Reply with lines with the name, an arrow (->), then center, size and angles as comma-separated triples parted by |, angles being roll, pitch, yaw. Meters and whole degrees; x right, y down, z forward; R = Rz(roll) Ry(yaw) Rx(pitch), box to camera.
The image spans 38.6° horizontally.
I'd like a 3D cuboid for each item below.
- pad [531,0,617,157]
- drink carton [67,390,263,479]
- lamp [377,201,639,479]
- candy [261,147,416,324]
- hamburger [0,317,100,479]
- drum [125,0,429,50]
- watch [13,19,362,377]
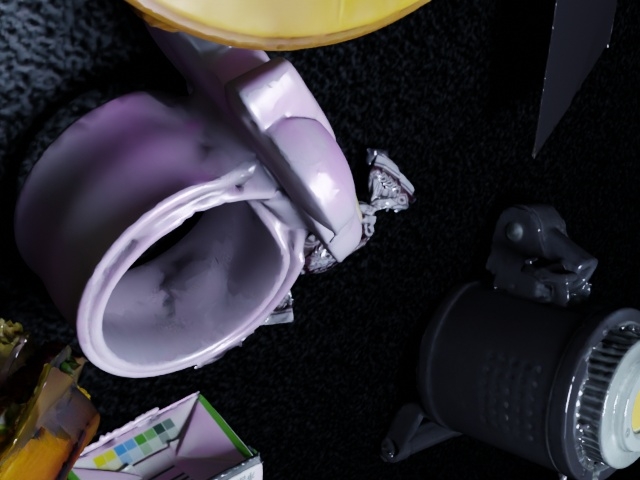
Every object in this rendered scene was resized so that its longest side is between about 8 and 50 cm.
pad -> 0.266, -0.291, 0.866 | 0.247, 0.007, 0.367 | -49, 148, -40
drink carton -> -0.148, 0.294, 0.866 | 0.161, 0.108, 0.271 | -24, 134, -34
lamp -> 0.259, 0.167, 1.072 | 0.205, 0.272, 0.374 | -8, 125, -42
candy -> 0.000, 0.000, 0.837 | 0.226, 0.051, 0.094 | -39, 138, -19
hamburger -> -0.240, 0.154, 0.562 | 0.243, 0.139, 0.262 | -59, -172, -19
drum -> -0.036, -0.311, 0.408 | 0.431, 0.214, 0.431 | -29, 138, -30
watch -> -0.093, -0.015, 0.619 | 0.217, 0.211, 0.248 | -40, 152, -4
